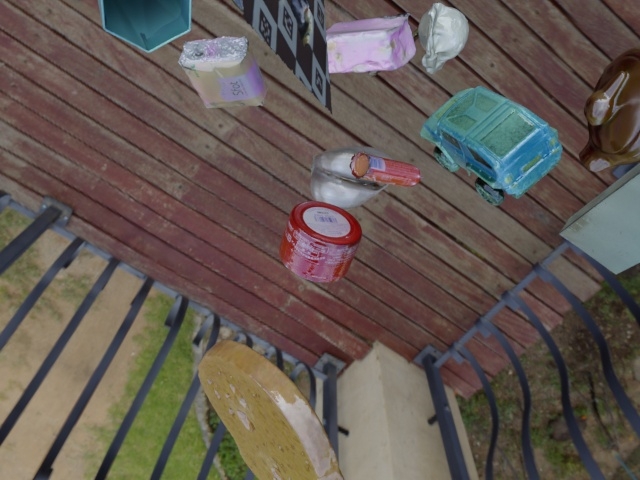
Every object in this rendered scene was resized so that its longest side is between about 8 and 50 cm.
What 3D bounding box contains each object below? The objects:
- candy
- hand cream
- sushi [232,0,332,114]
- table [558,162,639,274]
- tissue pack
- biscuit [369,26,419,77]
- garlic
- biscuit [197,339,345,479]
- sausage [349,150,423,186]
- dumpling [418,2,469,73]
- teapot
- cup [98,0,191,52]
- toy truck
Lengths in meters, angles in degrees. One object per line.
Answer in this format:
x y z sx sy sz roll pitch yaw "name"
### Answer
0.118 -0.547 1.475 0.265 0.155 0.115 10 134 34 "candy"
0.000 0.000 1.310 0.193 0.193 0.125 17 125 -7 "hand cream"
-0.073 -0.373 0.714 0.069 0.320 0.339 -5 85 17 "sushi"
0.512 -0.055 0.838 0.122 0.240 0.111 38 72 10 "table"
-0.296 -0.521 1.646 0.215 0.256 0.122 -1 75 8 "tissue pack"
0.247 -0.603 1.677 0.025 0.231 0.131 47 147 -3 "biscuit"
0.129 -0.212 1.862 0.340 0.246 0.231 3 89 2 "garlic"
-0.088 0.338 0.951 0.062 0.385 0.364 -32 103 -31 "biscuit"
0.117 -0.114 0.873 0.145 0.050 0.048 4 88 -38 "sausage"
0.367 -0.610 1.614 0.147 0.258 0.192 19 100 25 "dumpling"
0.296 -0.126 0.520 0.078 0.098 0.129 -7 140 -8 "teapot"
-0.302 -0.425 0.862 0.134 0.235 0.148 -6 133 -26 "cup"
0.312 -0.192 0.992 0.155 0.279 0.156 -41 130 5 "toy truck"
